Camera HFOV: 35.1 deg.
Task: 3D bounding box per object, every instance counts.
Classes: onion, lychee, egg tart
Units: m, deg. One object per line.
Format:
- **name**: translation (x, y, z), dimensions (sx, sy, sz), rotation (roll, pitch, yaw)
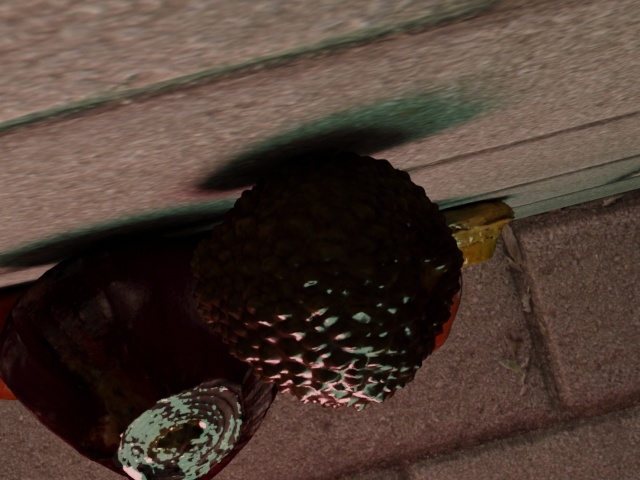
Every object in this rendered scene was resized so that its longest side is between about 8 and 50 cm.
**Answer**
- **onion**: translation (-0.186, 0.123, 1.197), dimensions (0.260, 0.336, 0.282), rotation (-50, -148, 11)
- **lychee**: translation (-0.005, 0.035, 0.968), dimensions (0.271, 0.271, 0.271), rotation (-14, 176, -1)
- **egg tart**: translation (0.267, 0.006, 2.181), dimensions (0.341, 0.129, 0.341), rotation (-16, 176, -1)

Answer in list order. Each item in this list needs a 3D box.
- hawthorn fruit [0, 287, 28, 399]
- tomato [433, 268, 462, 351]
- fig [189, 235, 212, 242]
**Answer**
- **hawthorn fruit**: translation (-0.441, 0.156, 1.456), dimensions (0.188, 0.169, 0.169), rotation (-23, -179, -31)
- **tomato**: translation (0.103, 0.099, 1.884), dimensions (0.289, 0.293, 0.325), rotation (5, 172, -29)
- **fig**: translation (-0.158, 0.094, 1.432), dimensions (0.160, 0.231, 0.143), rotation (-18, -141, -30)
